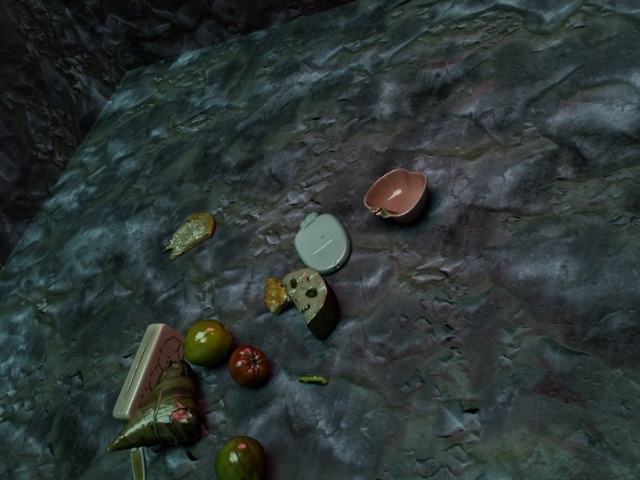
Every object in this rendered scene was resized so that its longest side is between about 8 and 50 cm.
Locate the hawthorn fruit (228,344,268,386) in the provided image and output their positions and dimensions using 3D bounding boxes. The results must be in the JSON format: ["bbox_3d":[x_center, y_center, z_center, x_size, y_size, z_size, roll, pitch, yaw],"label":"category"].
[{"bbox_3d":[-0.219,0.385,1.914,0.125,0.140,0.125,0,61,0],"label":"hawthorn fruit"}]

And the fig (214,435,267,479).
[{"bbox_3d":[-0.192,0.615,1.691,0.186,0.148,0.142,35,60,9],"label":"fig"}]

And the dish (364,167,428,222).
[{"bbox_3d":[0.253,-0.125,2.004,0.213,0.090,0.213,-20,44,20],"label":"dish"}]

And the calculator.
[{"bbox_3d":[0.000,0.000,2.121,0.184,0.042,0.295,-37,42,4],"label":"calculator"}]

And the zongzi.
[{"bbox_3d":[-0.525,0.520,1.960,0.288,0.134,0.286,-16,38,-6],"label":"zongzi"}]

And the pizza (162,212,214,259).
[{"bbox_3d":[-0.542,-0.023,2.554,0.262,0.034,0.181,-35,42,7],"label":"pizza"}]

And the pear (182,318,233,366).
[{"bbox_3d":[-0.368,0.332,2.037,0.162,0.149,0.149,-32,42,0],"label":"pear"}]

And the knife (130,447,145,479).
[{"bbox_3d":[-0.587,0.678,2.003,0.046,0.022,0.256,-34,42,2],"label":"knife"}]

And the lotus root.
[{"bbox_3d":[-0.021,0.185,1.925,0.138,0.119,0.235,-36,40,7],"label":"lotus root"}]

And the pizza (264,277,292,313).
[{"bbox_3d":[-0.142,0.181,2.066,0.160,0.035,0.099,37,107,53],"label":"pizza"}]

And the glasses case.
[{"bbox_3d":[-0.559,0.451,2.085,0.076,0.144,0.337,-9,52,33],"label":"glasses case"}]

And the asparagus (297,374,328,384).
[{"bbox_3d":[-0.027,0.403,1.816,0.108,0.021,0.025,-5,54,34],"label":"asparagus"}]
